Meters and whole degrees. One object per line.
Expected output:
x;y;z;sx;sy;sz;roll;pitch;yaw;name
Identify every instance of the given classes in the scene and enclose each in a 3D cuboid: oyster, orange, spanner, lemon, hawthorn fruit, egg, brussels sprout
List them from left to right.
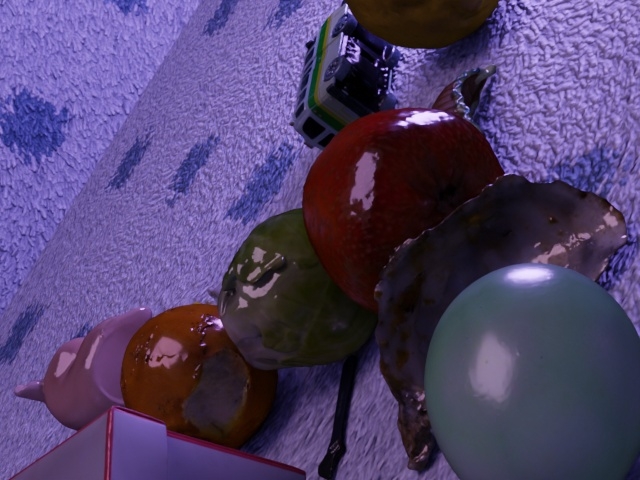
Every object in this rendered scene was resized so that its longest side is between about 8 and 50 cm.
-0.183;0.210;1.956;0.240;0.240;0.240;-43;26;27;orange
-0.026;0.069;1.853;0.244;0.244;0.244;-43;26;27;brussels sprout
0.026;0.241;1.789;0.046;0.012;0.208;-37;29;39;spanner
0.103;-0.042;1.691;0.300;0.275;0.275;25;81;50;hawthorn fruit
0.165;-0.443;2.134;0.285;0.285;0.316;-42;53;29;lemon
0.170;0.072;1.535;0.396;0.204;0.111;-48;-8;12;oyster
0.212;0.146;1.285;0.220;0.220;0.269;-38;27;36;egg

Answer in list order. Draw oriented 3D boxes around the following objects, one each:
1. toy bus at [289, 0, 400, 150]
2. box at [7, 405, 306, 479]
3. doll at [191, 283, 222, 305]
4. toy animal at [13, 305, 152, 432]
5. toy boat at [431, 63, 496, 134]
0.041;-0.289;2.317;0.165;0.134;0.276;-38;28;35;toy bus
-0.214;0.426;1.569;0.312;0.300;0.314;-35;45;38;box
-0.186;0.111;2.318;0.113;0.071;0.135;-43;20;9;doll
-0.404;0.244;2.399;0.256;0.195;0.213;-26;28;54;toy animal
0.210;-0.175;1.895;0.099;0.108;0.293;-10;33;12;toy boat
